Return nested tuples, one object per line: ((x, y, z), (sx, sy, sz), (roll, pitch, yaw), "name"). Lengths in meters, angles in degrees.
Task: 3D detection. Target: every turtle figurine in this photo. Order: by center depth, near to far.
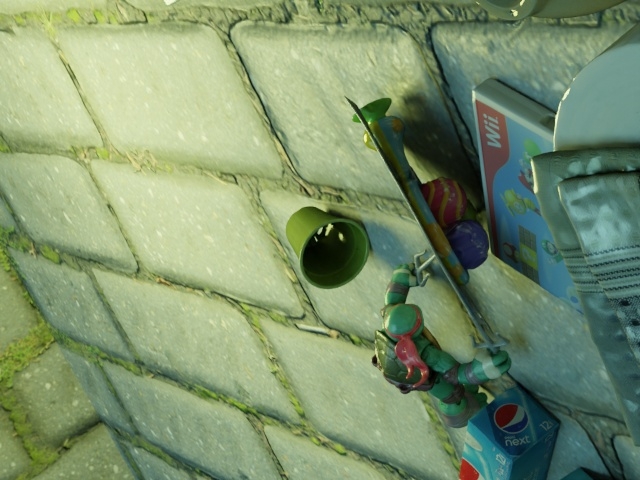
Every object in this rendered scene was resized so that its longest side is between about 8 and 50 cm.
((0.108, 0.103, 1.673), (0.175, 0.118, 0.234), (56, 171, 30), "turtle figurine")

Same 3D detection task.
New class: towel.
((0.293, 0.080, 1.060), (0.324, 0.056, 0.312), (4, 127, 55), "towel")

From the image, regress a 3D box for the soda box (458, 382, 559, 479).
((0.195, 0.242, 1.743), (0.067, 0.071, 0.210), (43, 155, 26), "soda box")

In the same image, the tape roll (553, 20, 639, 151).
((0.295, -0.031, 1.090), (0.286, 0.100, 0.286), (35, 148, 26), "tape roll")

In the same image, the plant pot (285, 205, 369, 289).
((0.000, 0.000, 1.798), (0.079, 0.083, 0.083), (44, 159, 56), "plant pot")

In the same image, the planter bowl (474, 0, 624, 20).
((0.152, -0.219, 1.134), (0.162, 0.109, 0.162), (44, 155, 27), "planter bowl")

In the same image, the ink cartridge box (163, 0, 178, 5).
((-0.114, -0.347, 1.541), (0.175, 0.069, 0.371), (59, 160, -8), "ink cartridge box")

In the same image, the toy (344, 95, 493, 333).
((0.110, -0.033, 1.517), (0.237, 0.056, 0.137), (58, -172, 15), "toy")

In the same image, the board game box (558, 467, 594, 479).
((0.325, 0.386, 1.547), (0.253, 0.079, 0.336), (60, 176, -14), "board game box")

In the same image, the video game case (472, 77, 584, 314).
((0.242, 0.001, 1.376), (0.285, 0.025, 0.204), (36, 151, 39), "video game case")
